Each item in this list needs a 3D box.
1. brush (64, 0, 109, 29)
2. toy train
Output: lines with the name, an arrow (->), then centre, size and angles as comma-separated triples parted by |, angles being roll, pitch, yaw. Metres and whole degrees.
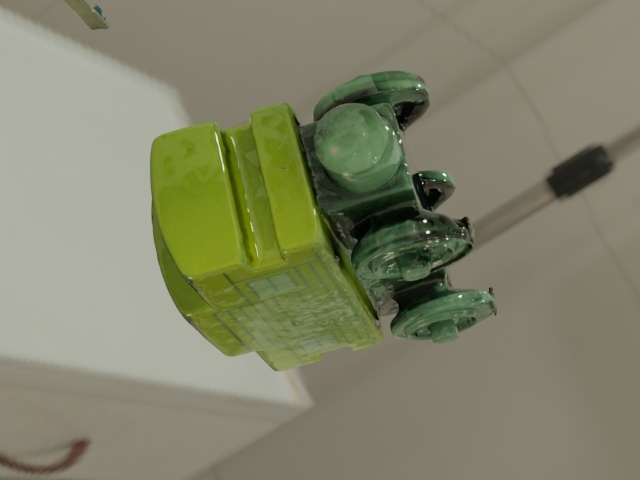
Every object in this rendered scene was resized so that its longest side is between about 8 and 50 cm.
brush -> -0.185, -0.183, 1.292 | 0.083, 0.016, 0.013 | 44, 47, -78
toy train -> 0.000, 0.000, 1.472 | 0.442, 0.272, 0.179 | 58, 18, -70
